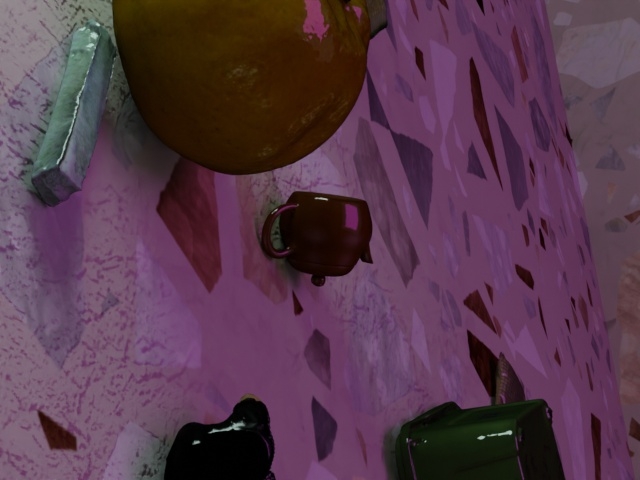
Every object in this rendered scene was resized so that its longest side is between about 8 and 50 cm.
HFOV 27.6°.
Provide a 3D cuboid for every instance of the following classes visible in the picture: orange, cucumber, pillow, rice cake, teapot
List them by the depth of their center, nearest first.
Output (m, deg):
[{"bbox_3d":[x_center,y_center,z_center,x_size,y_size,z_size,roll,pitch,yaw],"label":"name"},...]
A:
[{"bbox_3d":[-0.211,-0.114,1.127,0.210,0.034,0.043,-86,158,-45],"label":"rice cake"},{"bbox_3d":[-0.073,-0.203,1.257,0.279,0.235,0.279,-14,90,-80],"label":"orange"},{"bbox_3d":[0.000,0.000,1.522,0.173,0.116,0.116,4,70,-41],"label":"teapot"},{"bbox_3d":[0.040,-0.346,1.908,0.244,0.063,0.115,-50,131,-66],"label":"cucumber"},{"bbox_3d":[0.330,0.307,2.262,0.211,0.034,0.135,-81,151,-45],"label":"pillow"}]

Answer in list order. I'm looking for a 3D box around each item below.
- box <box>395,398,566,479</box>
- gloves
[{"bbox_3d":[0.238,0.346,1.783,0.329,0.178,0.252,-4,81,-69],"label":"box"},{"bbox_3d":[-0.090,0.208,1.165,0.180,0.106,0.129,132,-53,-80],"label":"gloves"}]
